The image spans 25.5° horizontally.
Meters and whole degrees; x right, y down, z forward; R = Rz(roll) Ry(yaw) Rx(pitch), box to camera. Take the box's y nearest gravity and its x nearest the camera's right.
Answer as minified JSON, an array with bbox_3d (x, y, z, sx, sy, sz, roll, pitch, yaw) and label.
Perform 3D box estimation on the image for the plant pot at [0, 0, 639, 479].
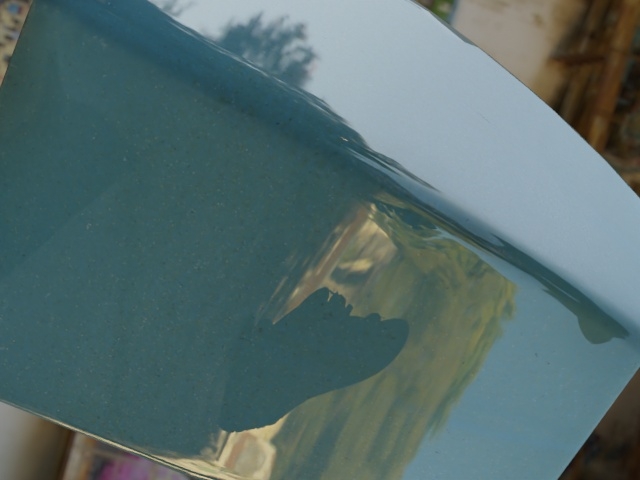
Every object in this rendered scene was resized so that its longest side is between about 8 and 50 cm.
[{"bbox_3d":[0.000,0.000,0.545,0.165,0.234,0.165,-61,-177,30],"label":"plant pot"}]
